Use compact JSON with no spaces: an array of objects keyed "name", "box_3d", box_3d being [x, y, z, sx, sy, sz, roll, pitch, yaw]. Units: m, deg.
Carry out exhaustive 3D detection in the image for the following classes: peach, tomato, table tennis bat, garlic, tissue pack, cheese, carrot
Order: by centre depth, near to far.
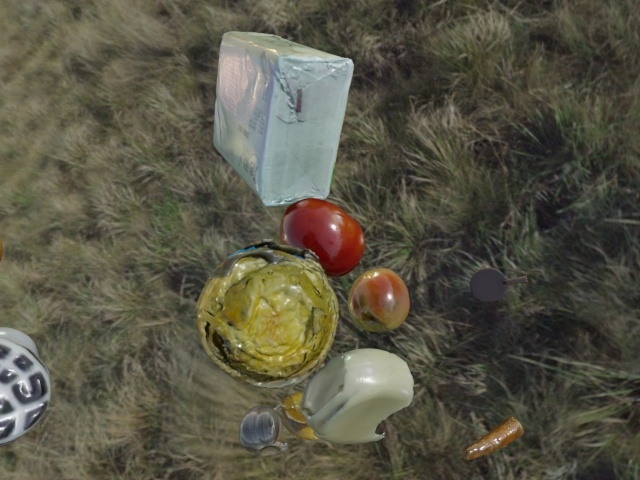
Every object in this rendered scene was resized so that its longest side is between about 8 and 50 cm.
[{"name":"tomato","box_3d":[0.000,0.000,1.011,0.195,0.195,0.136,6,59,40]},{"name":"cheese","box_3d":[0.087,0.370,1.095,0.266,0.233,0.127,-48,36,22]},{"name":"tissue pack","box_3d":[-0.114,-0.315,1.148,0.405,0.205,0.332,45,134,50]},{"name":"carrot","box_3d":[0.487,0.574,1.333,0.061,0.209,0.061,43,141,47]},{"name":"peach","box_3d":[0.167,0.167,1.336,0.184,0.184,0.184,-12,69,36]},{"name":"table tennis bat","box_3d":[0.529,0.137,1.390,0.169,0.119,0.108,-13,92,22]},{"name":"garlic","box_3d":[-0.178,0.718,1.787,0.207,0.256,0.207,28,127,45]}]

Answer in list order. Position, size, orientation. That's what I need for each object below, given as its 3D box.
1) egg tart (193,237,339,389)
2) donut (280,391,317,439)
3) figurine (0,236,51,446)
[{"name":"egg tart","box_3d":[-0.083,0.140,0.841,0.291,0.290,0.107,-68,17,2]},{"name":"donut","box_3d":[-0.034,0.551,1.452,0.190,0.174,0.075,11,100,32]},{"name":"figurine","box_3d":[-0.357,0.022,0.350,0.319,0.196,0.323,-19,103,13]}]
